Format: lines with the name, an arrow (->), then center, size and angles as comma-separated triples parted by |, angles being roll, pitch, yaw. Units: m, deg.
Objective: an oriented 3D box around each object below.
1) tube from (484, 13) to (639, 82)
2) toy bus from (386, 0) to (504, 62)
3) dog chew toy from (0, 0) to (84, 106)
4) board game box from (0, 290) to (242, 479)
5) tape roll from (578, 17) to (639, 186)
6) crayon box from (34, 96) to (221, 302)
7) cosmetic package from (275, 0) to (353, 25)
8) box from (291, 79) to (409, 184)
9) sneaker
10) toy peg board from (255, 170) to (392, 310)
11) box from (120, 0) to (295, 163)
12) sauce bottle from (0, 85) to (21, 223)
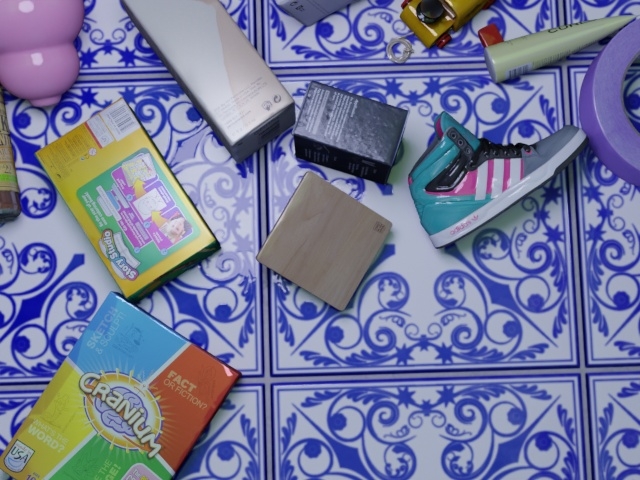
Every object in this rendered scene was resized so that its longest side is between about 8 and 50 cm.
tube -> 0.385, -0.319, 1.543 | 0.240, 0.062, 0.070 | -17, 46, 3
toy bus -> 0.206, -0.392, 1.537 | 0.190, 0.104, 0.202 | 3, 83, 1
dog chew toy -> -0.458, -0.374, 1.485 | 0.206, 0.206, 0.332 | -9, 107, -1
board game box -> -0.308, 0.274, 1.484 | 0.242, 0.064, 0.317 | 32, 85, 4
tape roll -> 0.557, -0.220, 1.524 | 0.274, 0.090, 0.275 | 0, 83, 0
crayon box -> -0.301, -0.063, 1.513 | 0.165, 0.081, 0.278 | -33, 85, -3
cosmetic package -> 0.077, -0.509, 1.474 | 0.365, 0.155, 0.197 | -24, 82, 15
box -> 0.045, -0.163, 1.486 | 0.158, 0.156, 0.093 | 18, 83, 2
sneaker -> 0.256, -0.139, 1.505 | 0.295, 0.124, 0.178 | -34, 94, -2
toy peg board -> 0.000, 0.000, 1.518 | 0.160, 0.079, 0.161 | 31, 85, -12
box -> -0.177, -0.288, 1.508 | 0.121, 0.148, 0.311 | -36, 86, -5
sauce bottle -> -0.553, -0.197, 1.514 | 0.111, 0.111, 0.344 | -12, 85, -1
